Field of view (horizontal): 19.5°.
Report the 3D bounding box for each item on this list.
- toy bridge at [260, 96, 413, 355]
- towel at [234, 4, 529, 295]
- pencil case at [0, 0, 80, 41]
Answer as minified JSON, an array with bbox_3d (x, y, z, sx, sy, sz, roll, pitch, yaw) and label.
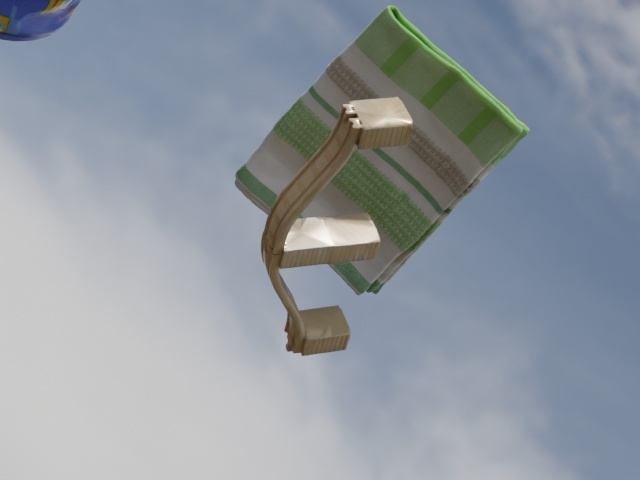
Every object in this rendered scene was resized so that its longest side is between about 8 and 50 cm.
[{"bbox_3d":[0.000,0.000,1.027,0.188,0.063,0.026,106,-30,-44],"label":"toy bridge"},{"bbox_3d":[0.032,-0.048,1.079,0.113,0.023,0.152,40,-59,-6],"label":"towel"},{"bbox_3d":[-0.150,-0.259,1.110,0.306,0.133,0.119,-53,-139,39],"label":"pencil case"}]
